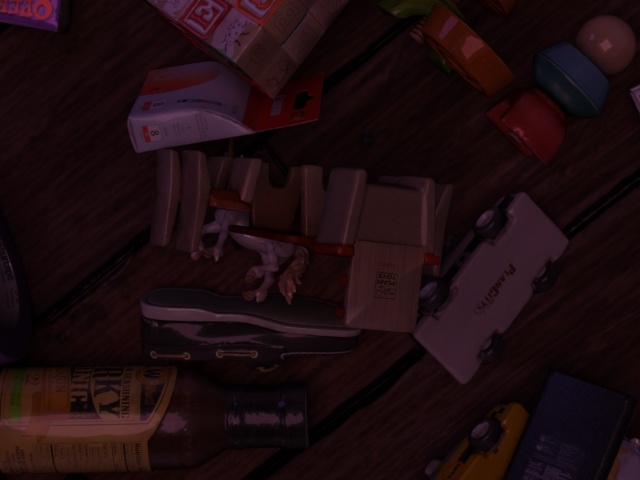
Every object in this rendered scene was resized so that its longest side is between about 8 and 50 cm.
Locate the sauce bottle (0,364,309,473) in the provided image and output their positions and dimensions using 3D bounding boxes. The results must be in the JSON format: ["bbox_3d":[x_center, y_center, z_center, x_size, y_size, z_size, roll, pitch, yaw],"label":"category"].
[{"bbox_3d":[-0.184,0.180,1.580,0.344,0.111,0.111,-2,95,-1],"label":"sauce bottle"}]

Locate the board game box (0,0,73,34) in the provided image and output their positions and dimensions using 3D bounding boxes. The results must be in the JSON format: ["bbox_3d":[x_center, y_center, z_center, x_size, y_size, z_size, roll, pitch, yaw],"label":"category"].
[{"bbox_3d":[-0.413,-0.342,1.599,0.347,0.056,0.208,11,92,6],"label":"board game box"}]

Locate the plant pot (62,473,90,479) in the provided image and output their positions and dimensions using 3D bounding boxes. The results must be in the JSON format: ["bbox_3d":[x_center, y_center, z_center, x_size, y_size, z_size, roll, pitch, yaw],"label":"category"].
[{"bbox_3d":[-0.256,0.363,1.542,0.165,0.234,0.165,36,97,3],"label":"plant pot"}]

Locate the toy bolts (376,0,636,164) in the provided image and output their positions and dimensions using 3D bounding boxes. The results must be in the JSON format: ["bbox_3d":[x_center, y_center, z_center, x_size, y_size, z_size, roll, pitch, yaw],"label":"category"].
[{"bbox_3d":[0.199,-0.197,1.472,0.158,0.218,0.228,-46,106,2],"label":"toy bolts"}]

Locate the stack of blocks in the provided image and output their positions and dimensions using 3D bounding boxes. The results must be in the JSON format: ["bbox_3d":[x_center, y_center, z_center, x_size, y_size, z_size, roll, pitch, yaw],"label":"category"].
[{"bbox_3d":[-0.029,-0.308,1.498,0.171,0.087,0.297,38,89,30],"label":"stack of blocks"}]

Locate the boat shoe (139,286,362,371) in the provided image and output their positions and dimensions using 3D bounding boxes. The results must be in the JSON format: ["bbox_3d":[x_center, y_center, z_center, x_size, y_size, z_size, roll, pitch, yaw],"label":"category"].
[{"bbox_3d":[-0.070,0.095,1.579,0.228,0.081,0.068,6,109,6],"label":"boat shoe"}]

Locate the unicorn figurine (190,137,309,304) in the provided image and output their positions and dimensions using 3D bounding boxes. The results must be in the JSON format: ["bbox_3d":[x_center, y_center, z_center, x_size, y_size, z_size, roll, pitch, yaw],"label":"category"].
[{"bbox_3d":[-0.077,-0.013,1.574,0.162,0.060,0.111,45,59,-18],"label":"unicorn figurine"}]

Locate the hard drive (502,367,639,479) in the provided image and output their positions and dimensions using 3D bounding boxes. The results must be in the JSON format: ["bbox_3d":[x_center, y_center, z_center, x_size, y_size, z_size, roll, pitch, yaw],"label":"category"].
[{"bbox_3d":[0.237,0.198,1.494,0.094,0.022,0.135,18,80,36],"label":"hard drive"}]

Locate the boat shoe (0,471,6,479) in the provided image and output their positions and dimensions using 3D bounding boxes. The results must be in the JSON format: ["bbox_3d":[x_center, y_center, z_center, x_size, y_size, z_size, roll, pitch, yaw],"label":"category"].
[{"bbox_3d":[-0.413,0.193,1.627,0.073,0.073,0.207,-31,90,6],"label":"boat shoe"}]

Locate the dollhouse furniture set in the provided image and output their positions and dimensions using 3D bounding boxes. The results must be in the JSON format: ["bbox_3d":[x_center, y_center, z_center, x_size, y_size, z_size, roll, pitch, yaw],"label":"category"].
[{"bbox_3d":[0.000,0.000,1.433,0.262,0.259,0.135,6,91,-26],"label":"dollhouse furniture set"}]

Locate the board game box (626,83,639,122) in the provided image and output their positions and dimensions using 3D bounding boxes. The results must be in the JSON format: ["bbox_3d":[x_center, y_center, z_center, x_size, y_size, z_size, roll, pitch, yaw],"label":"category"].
[{"bbox_3d":[0.450,-0.050,1.515,0.193,0.053,0.305,-25,91,7],"label":"board game box"}]

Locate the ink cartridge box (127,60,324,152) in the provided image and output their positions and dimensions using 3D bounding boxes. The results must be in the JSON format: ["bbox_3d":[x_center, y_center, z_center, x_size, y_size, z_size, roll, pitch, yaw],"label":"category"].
[{"bbox_3d":[-0.090,-0.142,1.524,0.179,0.145,0.045,-12,113,8],"label":"ink cartridge box"}]

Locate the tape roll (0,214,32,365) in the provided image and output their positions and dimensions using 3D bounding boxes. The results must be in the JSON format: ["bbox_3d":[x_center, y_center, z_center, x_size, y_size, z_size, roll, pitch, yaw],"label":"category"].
[{"bbox_3d":[-0.362,0.040,1.551,0.080,0.189,0.189,-17,92,7],"label":"tape roll"}]

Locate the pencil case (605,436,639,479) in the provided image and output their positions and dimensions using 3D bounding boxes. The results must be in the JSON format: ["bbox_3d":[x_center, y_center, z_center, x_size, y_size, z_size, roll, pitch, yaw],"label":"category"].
[{"bbox_3d":[0.382,0.285,1.522,0.273,0.113,0.124,19,82,5],"label":"pencil case"}]

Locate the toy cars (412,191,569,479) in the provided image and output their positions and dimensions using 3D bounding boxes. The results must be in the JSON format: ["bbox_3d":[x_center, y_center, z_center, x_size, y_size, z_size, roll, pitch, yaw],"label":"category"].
[{"bbox_3d":[0.150,0.147,1.547,0.176,0.087,0.393,0,94,-28],"label":"toy cars"}]
